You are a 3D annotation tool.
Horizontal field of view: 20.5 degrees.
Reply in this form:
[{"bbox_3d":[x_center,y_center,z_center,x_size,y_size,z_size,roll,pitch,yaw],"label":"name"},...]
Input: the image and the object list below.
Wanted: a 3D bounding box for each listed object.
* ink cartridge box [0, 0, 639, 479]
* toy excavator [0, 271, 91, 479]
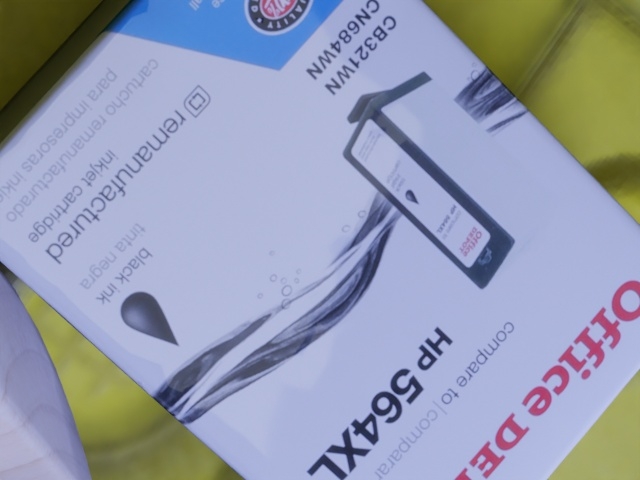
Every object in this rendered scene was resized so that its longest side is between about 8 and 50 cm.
[{"bbox_3d":[0.000,0.000,0.575,0.203,0.086,0.148,43,84,-15],"label":"ink cartridge box"},{"bbox_3d":[-0.046,0.281,0.492,0.222,0.433,0.445,-16,127,0],"label":"toy excavator"}]
